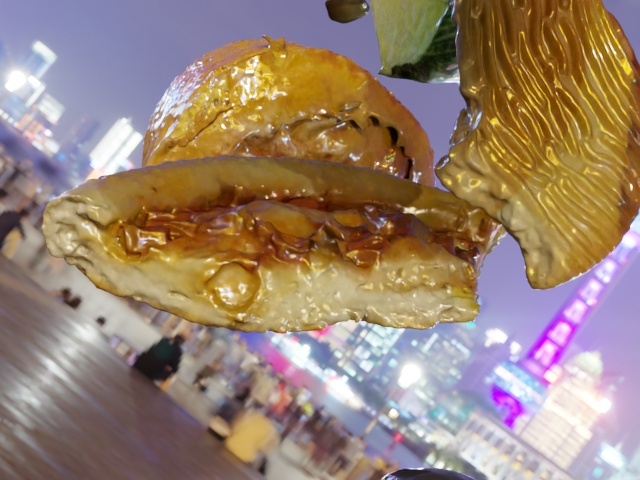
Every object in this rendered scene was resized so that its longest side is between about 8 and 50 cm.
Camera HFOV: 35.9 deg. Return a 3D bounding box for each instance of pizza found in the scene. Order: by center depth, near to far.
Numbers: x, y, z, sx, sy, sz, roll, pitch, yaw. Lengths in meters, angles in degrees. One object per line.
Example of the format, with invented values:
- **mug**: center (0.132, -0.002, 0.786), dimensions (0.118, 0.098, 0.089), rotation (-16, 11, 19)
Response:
- **pizza**: center (0.000, 0.000, 0.660), dimensions (0.366, 0.073, 0.182), rotation (4, 23, -28)

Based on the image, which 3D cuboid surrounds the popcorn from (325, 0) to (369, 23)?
- **popcorn**: center (0.000, -0.265, 0.402), dimensions (0.349, 0.381, 0.349), rotation (4, 25, -2)

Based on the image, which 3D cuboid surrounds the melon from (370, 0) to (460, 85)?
- **melon**: center (0.139, -0.296, 0.759), dimensions (0.226, 0.343, 0.331), rotation (-5, 1, 18)

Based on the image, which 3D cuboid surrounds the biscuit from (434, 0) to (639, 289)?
- **biscuit**: center (0.122, -0.097, 0.587), dimensions (0.228, 0.176, 0.031), rotation (58, -31, 3)

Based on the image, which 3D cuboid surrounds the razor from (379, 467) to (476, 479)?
- **razor**: center (0.061, 0.313, 0.564), dimensions (0.114, 0.349, 0.204), rotation (5, -43, -4)

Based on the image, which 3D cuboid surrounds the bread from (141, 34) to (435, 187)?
- **bread**: center (-0.043, -0.070, 1.196), dimensions (0.358, 0.337, 0.204), rotation (45, 8, -35)
